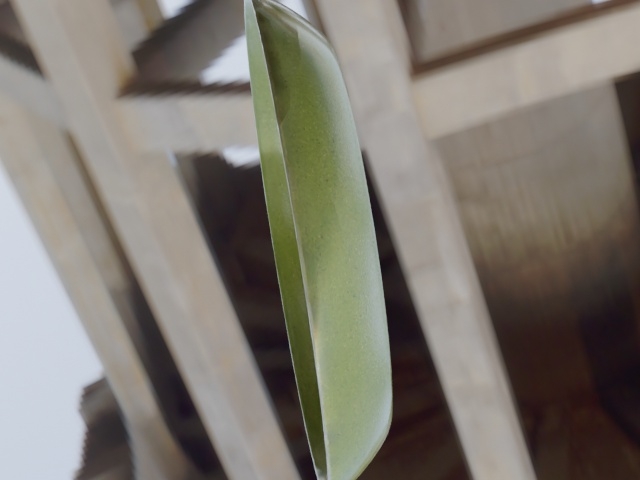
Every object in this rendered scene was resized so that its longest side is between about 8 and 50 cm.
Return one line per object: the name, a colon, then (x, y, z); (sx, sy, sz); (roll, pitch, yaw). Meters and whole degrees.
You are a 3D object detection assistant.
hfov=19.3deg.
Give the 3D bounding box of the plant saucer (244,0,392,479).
plant saucer: (0.000, 0.000, 0.877); (0.037, 0.241, 0.241); (-10, -144, -4)
